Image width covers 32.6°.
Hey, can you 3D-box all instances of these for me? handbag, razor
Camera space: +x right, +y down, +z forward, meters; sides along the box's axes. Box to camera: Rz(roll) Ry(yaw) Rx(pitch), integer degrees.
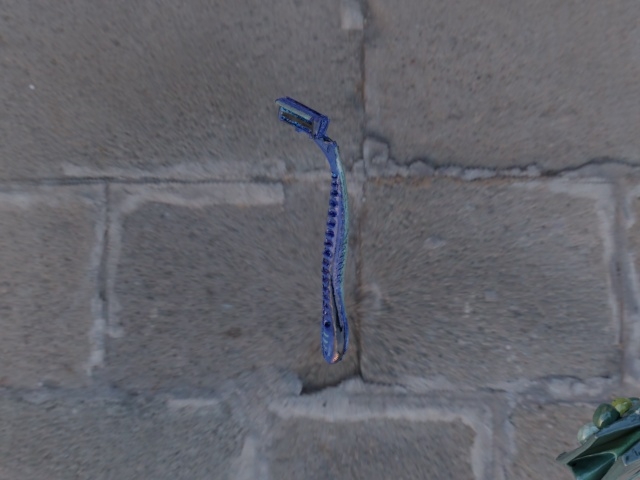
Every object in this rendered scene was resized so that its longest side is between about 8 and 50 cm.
[{"bbox_3d":[0.401,0.184,1.239,0.269,0.274,0.100,-29,69,-6],"label":"handbag"},{"bbox_3d":[0.011,-0.004,1.247,0.056,0.093,0.324,-19,117,-23],"label":"razor"}]
